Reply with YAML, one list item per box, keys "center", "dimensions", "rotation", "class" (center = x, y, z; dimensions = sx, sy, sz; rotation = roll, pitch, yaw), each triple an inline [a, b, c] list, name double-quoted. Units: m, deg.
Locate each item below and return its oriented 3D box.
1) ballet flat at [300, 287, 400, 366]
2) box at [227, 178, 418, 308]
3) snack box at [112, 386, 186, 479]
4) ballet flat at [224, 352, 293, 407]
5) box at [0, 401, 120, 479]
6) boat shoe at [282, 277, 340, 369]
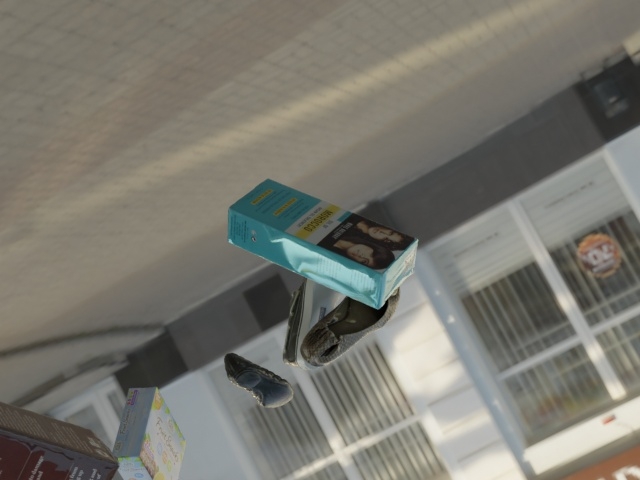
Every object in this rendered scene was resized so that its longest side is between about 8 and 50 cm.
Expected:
- center: [0.057, 0.116, 1.562]
  dimensions: [0.250, 0.084, 0.058]
  rotation: [-35, 163, -43]
  class: "ballet flat"
- center: [0.000, 0.000, 1.321]
  dimensions: [0.100, 0.244, 0.060]
  rotation: [-42, 146, -45]
  class: "box"
- center: [-0.355, 0.436, 2.040]
  dimensions: [0.070, 0.207, 0.174]
  rotation: [-4, -137, 11]
  class: "snack box"
- center: [-0.089, 0.212, 1.486]
  dimensions: [0.057, 0.049, 0.173]
  rotation: [-36, 144, 5]
  class: "ballet flat"
- center: [-0.500, 0.321, 1.360]
  dimensions: [0.143, 0.381, 0.191]
  rotation: [24, -93, 55]
  class: "box"
- center: [-0.019, 0.105, 1.638]
  dimensions: [0.070, 0.219, 0.077]
  rotation: [5, 168, 41]
  class: "boat shoe"
